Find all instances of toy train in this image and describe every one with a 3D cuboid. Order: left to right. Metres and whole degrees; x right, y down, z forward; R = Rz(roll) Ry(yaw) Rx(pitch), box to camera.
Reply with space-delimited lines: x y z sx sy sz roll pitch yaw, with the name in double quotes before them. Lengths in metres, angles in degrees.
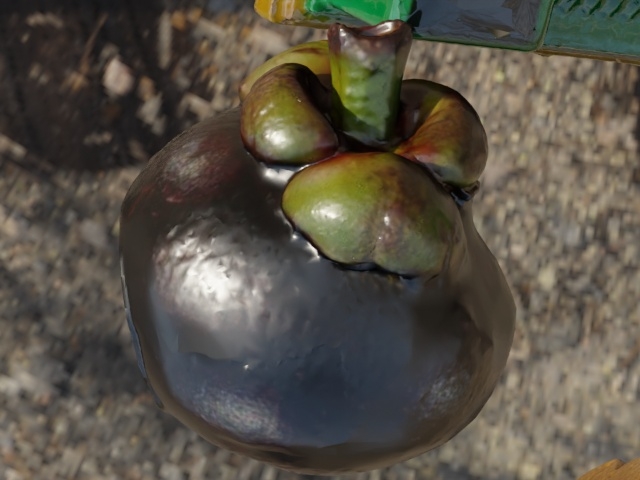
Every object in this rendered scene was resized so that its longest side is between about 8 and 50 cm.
"toy train" 0.139 -0.212 1.379 0.429 0.249 0.178 4 106 -23

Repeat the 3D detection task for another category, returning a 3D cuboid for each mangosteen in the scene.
"mangosteen" -0.004 0.002 1.221 0.233 0.288 0.288 -6 123 14

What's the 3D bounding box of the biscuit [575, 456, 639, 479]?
"biscuit" 0.196 0.262 1.692 0.044 0.186 0.295 48 147 -3
